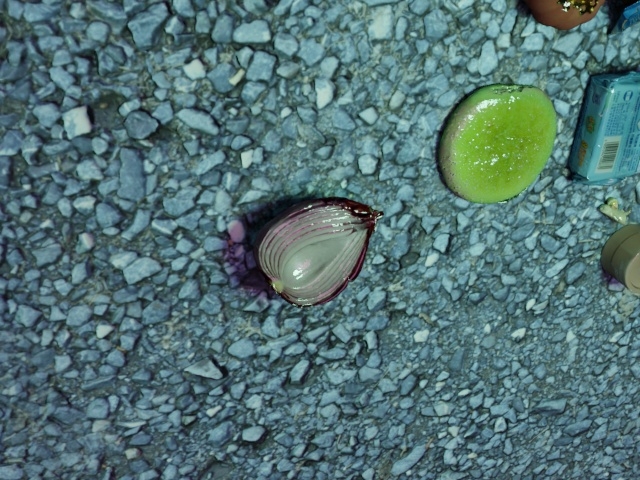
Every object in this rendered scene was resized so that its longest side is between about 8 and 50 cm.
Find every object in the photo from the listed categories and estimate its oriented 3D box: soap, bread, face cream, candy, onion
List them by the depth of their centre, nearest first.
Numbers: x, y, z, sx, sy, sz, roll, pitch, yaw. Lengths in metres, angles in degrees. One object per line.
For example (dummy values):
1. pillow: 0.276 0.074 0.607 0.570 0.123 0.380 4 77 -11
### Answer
1. onion: 0.000 0.000 1.745 0.284 0.120 0.227 -30 122 0
2. candy: 0.664 -0.479 1.771 0.088 0.038 0.136 -29 168 -3
3. bread: 0.396 -0.205 1.843 0.302 0.045 0.301 -10 122 -17
4. soap: 0.669 -0.254 1.906 0.156 0.077 0.293 -5 120 -21
5. face cream: 0.802 0.047 2.109 0.149 0.104 0.149 -10 121 -17

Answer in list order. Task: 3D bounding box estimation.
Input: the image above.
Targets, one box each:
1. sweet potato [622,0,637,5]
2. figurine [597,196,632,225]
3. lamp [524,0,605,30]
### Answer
1. sweet potato: 0.625 -0.537 1.692 0.057 0.057 0.264 -47 153 7
2. figurine: 0.725 -0.076 2.052 0.083 0.047 0.050 29 89 -25
3. lamp: 0.495 -0.508 1.658 0.182 0.140 0.182 -8 118 -15
